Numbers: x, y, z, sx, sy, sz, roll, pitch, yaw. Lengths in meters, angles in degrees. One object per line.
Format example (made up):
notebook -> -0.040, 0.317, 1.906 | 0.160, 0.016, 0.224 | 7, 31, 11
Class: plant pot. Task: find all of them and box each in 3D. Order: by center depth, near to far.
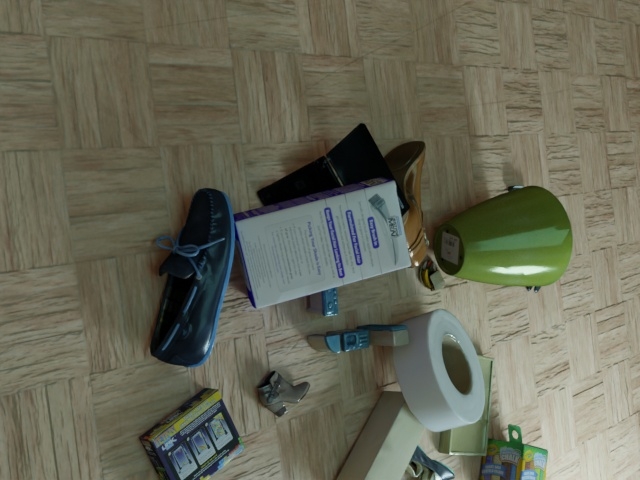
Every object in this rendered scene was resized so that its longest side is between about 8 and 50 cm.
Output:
plant pot -> 0.454, 0.004, 2.032 | 0.293, 0.274, 0.275 | -7, 92, -26

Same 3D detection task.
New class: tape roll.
tape roll -> 0.290, 0.313, 1.875 | 0.286, 0.100, 0.286 | 38, 40, -40

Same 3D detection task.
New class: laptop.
laptop -> 0.035, -0.088, 1.709 | 0.234, 0.264, 0.136 | 59, 11, -17

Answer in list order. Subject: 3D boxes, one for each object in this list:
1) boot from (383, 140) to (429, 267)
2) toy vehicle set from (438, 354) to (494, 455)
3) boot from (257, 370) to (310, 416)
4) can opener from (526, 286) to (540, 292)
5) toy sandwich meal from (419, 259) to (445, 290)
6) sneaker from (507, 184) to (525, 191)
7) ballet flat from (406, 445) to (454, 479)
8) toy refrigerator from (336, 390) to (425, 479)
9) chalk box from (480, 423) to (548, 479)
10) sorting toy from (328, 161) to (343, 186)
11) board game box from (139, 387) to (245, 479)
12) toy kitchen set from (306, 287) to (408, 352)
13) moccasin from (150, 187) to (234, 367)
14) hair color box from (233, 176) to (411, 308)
boot -> 0.226, -0.093, 1.913 | 0.220, 0.109, 0.283 | 60, 34, -35
toy vehicle set -> 0.393, 0.437, 2.068 | 0.166, 0.035, 0.267 | 17, 75, -41
boot -> -0.080, 0.312, 1.640 | 0.118, 0.042, 0.087 | -43, 112, -36
can opener -> 0.675, 0.080, 2.337 | 0.073, 0.059, 0.186 | 48, 57, -30
toy sandwich meal -> 0.289, 0.091, 2.002 | 0.085, 0.029, 0.086 | 4, 84, -42
sneaker -> 0.593, -0.137, 2.291 | 0.109, 0.040, 0.044 | 13, 80, -41
ballet flat -> 0.252, 0.560, 1.908 | 0.203, 0.074, 0.074 | 42, 60, -25
toy refrigerator -> 0.143, 0.488, 1.798 | 0.102, 0.094, 0.270 | 51, 53, -25
chalk box -> 0.531, 0.615, 2.117 | 0.132, 0.132, 0.213 | 22, 73, -40
sorting toy -> 0.041, -0.086, 1.788 | 0.193, 0.038, 0.208 | -29, 102, -40
board game box -> -0.243, 0.388, 1.480 | 0.170, 0.048, 0.141 | -33, 107, -39
toy kitchen set -> 0.083, 0.162, 1.745 | 0.207, 0.122, 0.166 | -3, 89, -43
moccasin -> -0.242, 0.064, 1.447 | 0.116, 0.137, 0.342 | 13, 78, -37
hair color box -> 0.000, 0.000, 1.585 | 0.338, 0.110, 0.185 | -14, 102, -10
